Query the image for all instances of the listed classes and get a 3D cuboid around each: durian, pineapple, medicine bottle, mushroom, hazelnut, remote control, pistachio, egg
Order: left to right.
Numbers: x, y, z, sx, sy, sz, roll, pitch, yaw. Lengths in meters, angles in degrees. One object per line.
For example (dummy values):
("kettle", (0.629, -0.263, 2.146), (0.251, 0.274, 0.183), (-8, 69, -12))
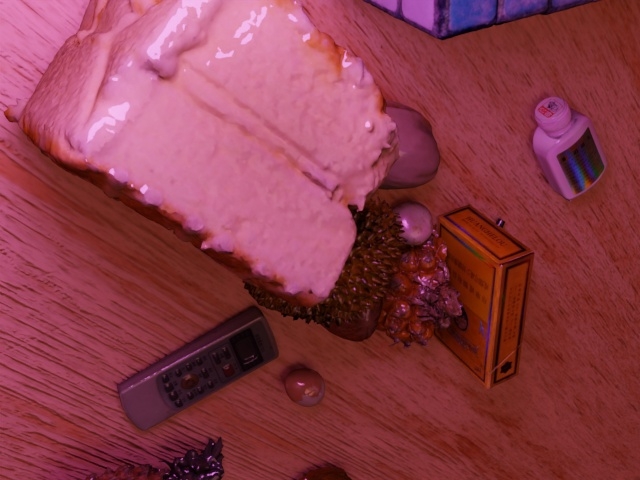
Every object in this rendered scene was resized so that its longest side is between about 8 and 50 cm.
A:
("pineapple", (-0.294, 0.469, 1.496), (0.357, 0.223, 0.223), (-20, 130, -45))
("remote control", (-0.210, 0.227, 1.483), (0.285, 0.038, 0.123), (-28, 131, -15))
("egg", (-0.031, 0.277, 1.614), (0.083, 0.071, 0.071), (20, 106, -37))
("durian", (0.005, 0.005, 1.342), (0.293, 0.258, 0.258), (10, 113, -40))
("hazelnut", (0.055, 0.101, 1.505), (0.150, 0.150, 0.150), (-17, 127, -24))
("pistachio", (0.100, -0.154, 1.374), (0.215, 0.144, 0.144), (16, 110, -26))
("mushroom", (0.162, -0.031, 1.543), (0.084, 0.067, 0.083), (2, 85, -19))
("pineapple", (0.170, 0.118, 1.587), (0.140, 0.164, 0.249), (-2, 123, -24))
("medicine bottle", (0.473, -0.183, 1.638), (0.115, 0.078, 0.219), (-41, 133, -1))

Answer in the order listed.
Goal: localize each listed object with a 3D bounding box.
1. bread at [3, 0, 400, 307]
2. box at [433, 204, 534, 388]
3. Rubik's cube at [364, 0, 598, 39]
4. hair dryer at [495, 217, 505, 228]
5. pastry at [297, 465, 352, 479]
("bread", (-0.140, -0.137, 1.042), (0.371, 0.390, 0.279), (37, 82, -29))
("box", (0.305, 0.109, 1.642), (0.084, 0.193, 0.301), (-18, 127, -22))
("Rubik's cube", (0.194, -0.487, 1.072), (0.337, 0.344, 0.344), (-21, 128, -21))
("hair dryer", (0.360, 0.000, 1.727), (0.083, 0.031, 0.079), (23, 96, -55))
("pastry", (0.007, 0.573, 1.812), (0.189, 0.103, 0.188), (-17, 128, -23))
